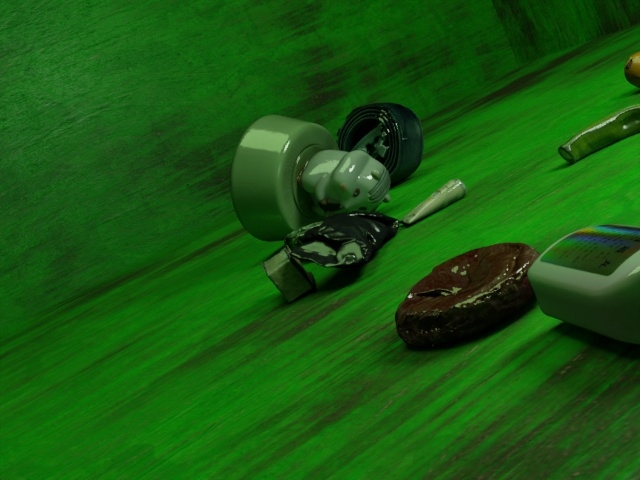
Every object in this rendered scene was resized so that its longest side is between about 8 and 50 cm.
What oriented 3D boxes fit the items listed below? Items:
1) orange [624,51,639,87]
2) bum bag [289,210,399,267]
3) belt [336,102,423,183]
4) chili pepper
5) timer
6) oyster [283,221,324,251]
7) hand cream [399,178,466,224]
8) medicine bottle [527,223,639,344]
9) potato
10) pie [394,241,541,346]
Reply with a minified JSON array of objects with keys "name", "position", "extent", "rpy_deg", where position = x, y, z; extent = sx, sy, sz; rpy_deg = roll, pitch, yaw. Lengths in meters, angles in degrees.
[{"name":"orange","position":[0.700,-0.370,1.874],"extent":[0.084,0.083,0.083],"rpy_deg":[-24,9,4]},{"name":"bum bag","position":[0.046,-0.003,1.499],"extent":[0.137,0.074,0.310],"rpy_deg":[8,14,15]},{"name":"belt","position":[0.144,-0.236,2.182],"extent":[0.116,0.206,0.267],"rpy_deg":[-9,-8,-39]},{"name":"chili pepper","position":[0.506,-0.192,1.493],"extent":[0.202,0.052,0.050],"rpy_deg":[-24,-11,3]},{"name":"timer","position":[0.007,-0.126,1.899],"extent":[0.315,0.290,0.291],"rpy_deg":[8,28,35]},{"name":"oyster","position":[0.000,0.000,1.713],"extent":[0.125,0.064,0.177],"rpy_deg":[-13,-8,-29]},{"name":"hand cream","position":[0.209,-0.070,1.626],"extent":[0.143,0.039,0.061],"rpy_deg":[-32,13,-11]},{"name":"medicine bottle","position":[0.272,0.035,0.733],"extent":[0.115,0.078,0.219],"rpy_deg":[-24,9,-9]},{"name":"potato","position":[-0.055,0.056,1.471],"extent":[0.061,0.086,0.122],"rpy_deg":[-39,11,1]},{"name":"pie","position":[0.167,0.059,0.966],"extent":[0.182,0.049,0.182],"rpy_deg":[-28,12,7]}]
